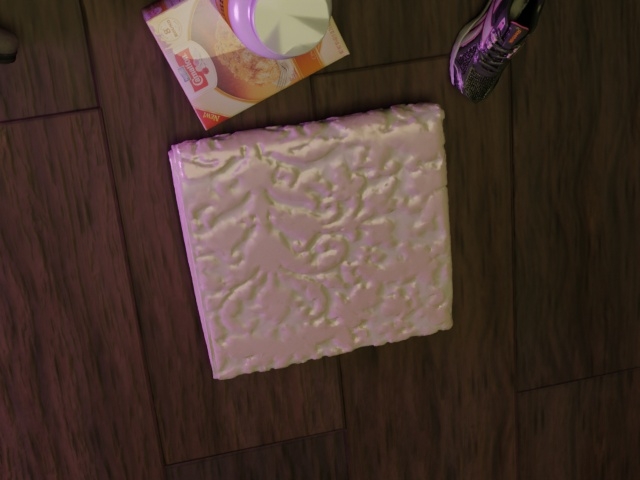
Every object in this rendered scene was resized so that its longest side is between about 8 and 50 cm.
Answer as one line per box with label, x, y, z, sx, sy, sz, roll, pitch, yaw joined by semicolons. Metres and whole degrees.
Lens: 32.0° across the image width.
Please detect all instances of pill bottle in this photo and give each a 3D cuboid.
pill bottle;-0.046;-0.240;1.120;0.103;0.184;0.103;-5;111;-12

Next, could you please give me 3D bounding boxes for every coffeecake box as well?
coffeecake box;-0.084;-0.234;1.254;0.185;0.068;0.142;-28;117;-1

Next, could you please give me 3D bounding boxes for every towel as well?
towel;0.000;0.000;1.384;0.332;0.053;0.317;-11;116;-9

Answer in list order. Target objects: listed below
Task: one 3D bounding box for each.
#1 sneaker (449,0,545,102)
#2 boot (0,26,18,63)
sneaker;0.213;-0.245;1.319;0.072;0.077;0.178;15;109;-18
boot;-0.407;-0.291;1.146;0.246;0.083;0.161;22;100;-22
